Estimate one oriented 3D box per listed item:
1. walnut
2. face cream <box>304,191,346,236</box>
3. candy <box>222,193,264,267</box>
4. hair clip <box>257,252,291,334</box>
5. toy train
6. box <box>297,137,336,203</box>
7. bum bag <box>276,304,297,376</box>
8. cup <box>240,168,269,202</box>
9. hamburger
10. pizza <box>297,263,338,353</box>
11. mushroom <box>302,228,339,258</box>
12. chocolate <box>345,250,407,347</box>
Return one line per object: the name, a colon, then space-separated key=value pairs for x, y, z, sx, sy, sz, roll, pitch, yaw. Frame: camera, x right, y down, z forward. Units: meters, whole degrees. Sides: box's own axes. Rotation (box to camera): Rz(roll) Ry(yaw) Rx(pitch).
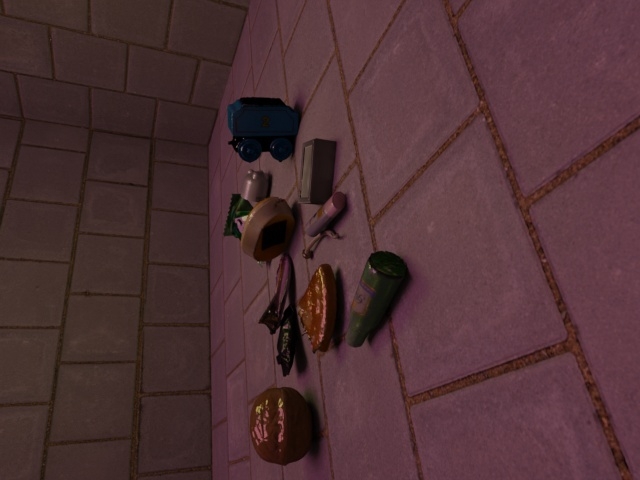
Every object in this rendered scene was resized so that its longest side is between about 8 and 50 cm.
walnut: x=-0.135 y=0.642 z=1.601 sx=0.225 sy=0.225 sz=0.261 roll=120 pitch=151 yaw=-45
face cream: x=0.014 y=-0.085 z=1.566 sx=0.198 sy=0.057 sz=0.084 roll=-47 pitch=18 yaw=47
candy: x=-0.347 y=-0.055 z=2.326 sx=0.398 sy=0.172 sz=0.263 roll=38 pitch=126 yaw=48
hair clip: x=-0.172 y=0.207 z=1.920 sx=0.110 sy=0.095 sz=0.359 roll=84 pitch=-162 yaw=-58
toy train: x=-0.261 y=-0.490 z=2.017 sx=0.188 sy=0.300 sz=0.265 roll=-123 pitch=32 yaw=-55
box: x=-0.017 y=-0.243 z=1.666 sx=0.129 sy=0.086 sz=0.225 roll=-171 pitch=86 yaw=-67
bum bag: x=-0.131 y=0.396 z=1.819 sx=0.310 sy=0.074 sz=0.137 roll=-90 pitch=18 yaw=-49
cup: x=-0.315 y=-0.284 z=2.363 sx=0.134 sy=0.173 sz=0.142 roll=26 pitch=112 yaw=32
hamburger: x=-0.230 y=-0.047 z=1.966 sx=0.151 sy=0.227 sz=0.295 roll=50 pitch=132 yaw=28
pizza: x=-0.005 y=0.230 z=1.547 sx=0.229 sy=0.081 sz=0.289 roll=-20 pitch=66 yaw=58
mushroom: x=0.003 y=0.000 z=1.637 sx=0.306 sy=0.043 sz=0.068 roll=-39 pitch=63 yaw=59
chocolate: x=0.131 y=0.169 z=1.226 sx=0.110 sy=0.110 sz=0.291 roll=-113 pitch=33 yaw=-48
